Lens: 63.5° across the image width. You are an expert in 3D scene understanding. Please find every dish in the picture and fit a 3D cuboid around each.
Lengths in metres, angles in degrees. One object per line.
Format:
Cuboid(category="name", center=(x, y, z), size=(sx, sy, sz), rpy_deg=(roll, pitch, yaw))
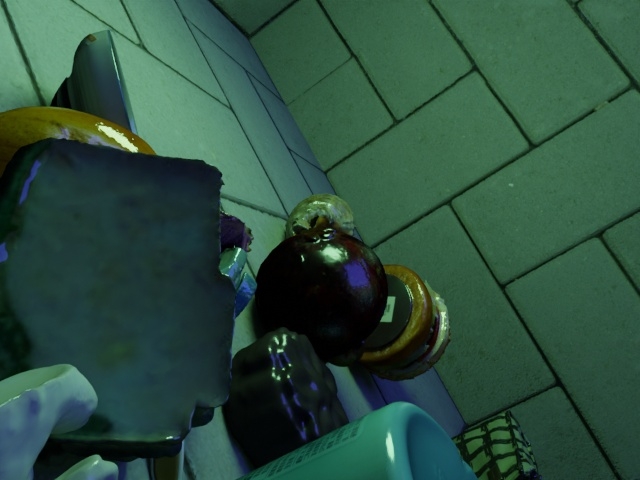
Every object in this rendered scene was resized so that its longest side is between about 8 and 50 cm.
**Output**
Cuboid(category="dish", center=(-0.396, -0.212, 0.899), size=(0.273, 0.133, 0.273), rpy_deg=(167, -90, -77))

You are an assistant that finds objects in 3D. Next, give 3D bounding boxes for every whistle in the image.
Cuboid(category="whistle", center=(-0.185, 0.123, 0.819), size=(0.093, 0.180, 0.269), rpy_deg=(41, 54, -23))

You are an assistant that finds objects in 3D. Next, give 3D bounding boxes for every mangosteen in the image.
Cuboid(category="mangosteen", center=(0.004, 0.147, 1.190), size=(0.306, 0.306, 0.360), rpy_deg=(-79, 166, -70))

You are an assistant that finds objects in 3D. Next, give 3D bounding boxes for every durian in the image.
Cuboid(category="durian", center=(-0.244, -0.011, 0.945), size=(0.186, 0.154, 0.260), rpy_deg=(18, -11, 42))

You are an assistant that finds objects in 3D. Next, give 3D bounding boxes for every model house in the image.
Cuboid(category="model house", center=(-0.231, 0.091, 0.592), size=(0.284, 0.243, 0.298), rpy_deg=(120, -27, -59))

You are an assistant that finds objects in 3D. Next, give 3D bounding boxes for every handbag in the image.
Cuboid(category="handbag", center=(0.435, 0.651, 1.426), size=(0.162, 0.325, 0.327), rpy_deg=(57, 14, 6))

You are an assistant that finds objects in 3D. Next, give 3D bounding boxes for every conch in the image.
Cuboid(category="conch", center=(-0.012, 0.009, 1.593), size=(0.352, 0.210, 0.297), rpy_deg=(-17, 75, -54))

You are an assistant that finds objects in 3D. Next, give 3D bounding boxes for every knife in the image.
Cuboid(category="knife", center=(-0.208, 0.218, 0.695), size=(0.022, 0.046, 0.256), rpy_deg=(91, -11, -63))

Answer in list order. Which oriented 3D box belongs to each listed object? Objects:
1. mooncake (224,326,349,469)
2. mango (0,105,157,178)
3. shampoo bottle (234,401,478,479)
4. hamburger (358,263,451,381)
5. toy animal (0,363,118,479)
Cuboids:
Cuboid(category="mooncake", center=(-0.047, 0.298, 0.953), size=(0.283, 0.141, 0.283), rpy_deg=(55, 15, -22))
Cuboid(category="mango", center=(-0.357, -0.096, 0.711), size=(0.138, 0.187, 0.257), rpy_deg=(25, -1, 44))
Cuboid(category="shampoo bottle", center=(0.025, 0.396, 0.566), size=(0.331, 0.342, 0.331), rpy_deg=(53, 14, -19))
Cuboid(category="hamburger", center=(0.220, 0.252, 1.573), size=(0.250, 0.330, 0.330), rpy_deg=(35, 26, -44))
Cuboid(category="toy animal", center=(-0.245, 0.237, 0.308), size=(0.206, 0.271, 0.265), rpy_deg=(173, -93, -80))
